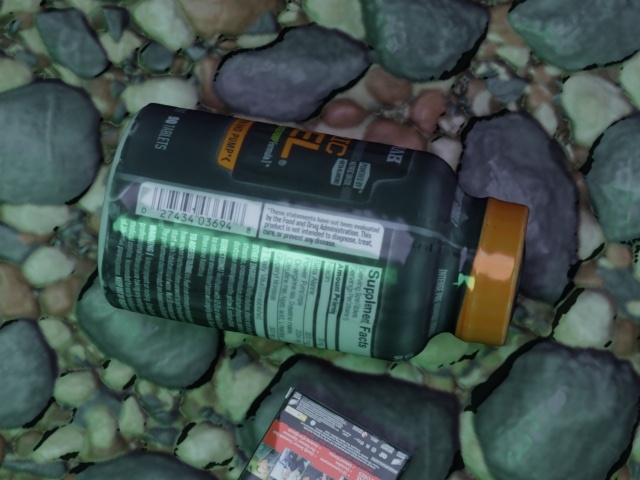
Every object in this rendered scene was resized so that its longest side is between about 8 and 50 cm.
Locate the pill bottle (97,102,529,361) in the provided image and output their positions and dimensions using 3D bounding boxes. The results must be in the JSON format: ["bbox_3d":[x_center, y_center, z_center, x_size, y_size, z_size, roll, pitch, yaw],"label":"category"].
[{"bbox_3d":[0.000,0.000,0.979,0.246,0.130,0.130,11,75,6],"label":"pill bottle"}]

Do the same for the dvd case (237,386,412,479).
[{"bbox_3d":[-0.010,0.162,0.995,0.087,0.013,0.119,28,77,11],"label":"dvd case"}]
